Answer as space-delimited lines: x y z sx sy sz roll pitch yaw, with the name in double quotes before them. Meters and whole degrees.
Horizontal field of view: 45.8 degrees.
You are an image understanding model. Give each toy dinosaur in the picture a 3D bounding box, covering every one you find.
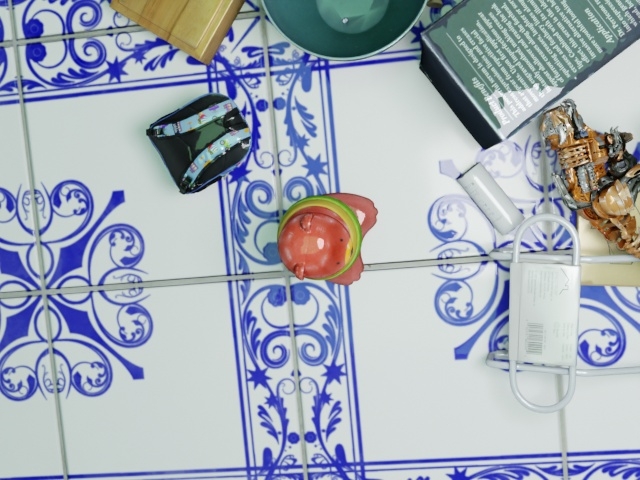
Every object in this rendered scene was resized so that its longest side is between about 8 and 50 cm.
"toy dinosaur" 0.483 -0.096 1.275 0.218 0.164 0.322 -38 122 -24

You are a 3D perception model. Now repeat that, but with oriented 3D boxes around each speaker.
"speaker" 0.313 -0.076 1.392 0.055 0.055 0.136 -39 89 8

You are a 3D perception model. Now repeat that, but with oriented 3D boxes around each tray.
"tray" -0.200 -0.558 1.404 0.203 0.076 0.411 31 97 3

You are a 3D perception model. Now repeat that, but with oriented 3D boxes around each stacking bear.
"stacking bear" 0.000 0.000 1.316 0.164 0.289 0.175 15 96 5

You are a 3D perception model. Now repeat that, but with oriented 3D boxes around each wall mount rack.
"wall mount rack" 0.451 0.125 1.343 0.304 0.130 0.350 3 95 20

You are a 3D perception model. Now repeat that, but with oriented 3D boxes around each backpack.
"backpack" -0.210 -0.187 1.412 0.173 0.117 0.158 -30 90 9

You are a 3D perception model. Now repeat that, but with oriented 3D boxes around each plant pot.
"plant pot" 0.050 -0.446 1.321 0.290 0.195 0.290 1 94 7

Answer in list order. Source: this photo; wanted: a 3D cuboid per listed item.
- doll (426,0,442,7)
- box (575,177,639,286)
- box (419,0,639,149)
"doll" 0.198 -0.524 1.371 0.129 0.046 0.189 8 95 -4
"box" 0.550 -0.015 1.386 0.164 0.021 0.201 1 95 7
"box" 0.378 -0.353 1.241 0.395 0.293 0.212 -37 89 9
